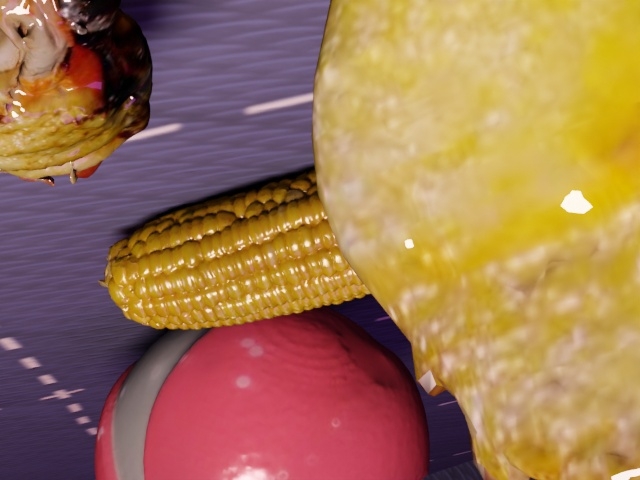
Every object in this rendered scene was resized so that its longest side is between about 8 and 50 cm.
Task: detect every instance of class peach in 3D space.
[{"bbox_3d":[0.198,-0.077,0.516,0.417,0.339,0.353,-11,163,2],"label":"peach"}]

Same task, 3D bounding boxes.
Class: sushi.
[{"bbox_3d":[-0.132,-0.077,0.705,0.097,0.103,0.226,-39,167,-12],"label":"sushi"}]

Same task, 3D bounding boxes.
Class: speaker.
[{"bbox_3d":[-0.047,0.182,1.395,0.294,0.294,0.294,-13,165,-3],"label":"speaker"}]

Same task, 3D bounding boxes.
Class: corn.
[{"bbox_3d":[0.000,0.000,1.089,0.313,0.102,0.102,-17,165,8],"label":"corn"}]
